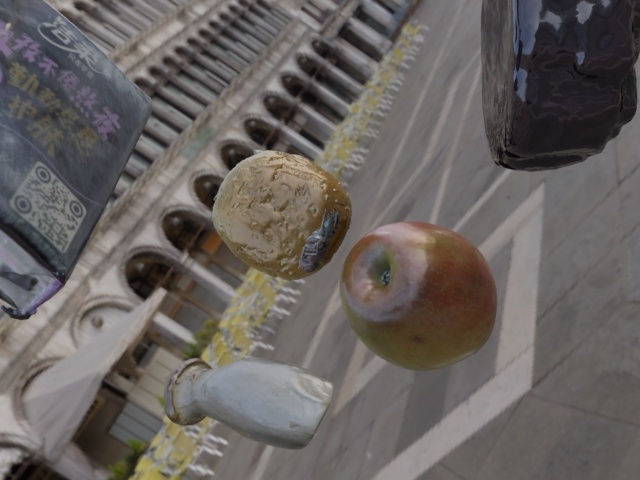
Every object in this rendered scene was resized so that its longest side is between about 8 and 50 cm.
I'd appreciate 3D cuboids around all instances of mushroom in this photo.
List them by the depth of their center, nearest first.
[{"bbox_3d":[-0.106,0.239,1.147,0.350,0.128,0.128,-5,43,41],"label":"mushroom"}]

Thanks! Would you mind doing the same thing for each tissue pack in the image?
[{"bbox_3d":[-0.342,-0.125,0.856,0.122,0.259,0.361,-32,31,26],"label":"tissue pack"}]

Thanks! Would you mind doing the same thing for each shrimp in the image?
[{"bbox_3d":[0.003,-0.003,0.881,0.038,0.029,0.092,-40,-17,-51],"label":"shrimp"}]

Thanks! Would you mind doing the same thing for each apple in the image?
[{"bbox_3d":[0.194,0.111,1.583,0.319,0.277,0.319,-13,72,45],"label":"apple"}]

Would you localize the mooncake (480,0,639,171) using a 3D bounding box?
[{"bbox_3d":[0.263,-0.220,0.861,0.283,0.141,0.283,-1,-90,-88],"label":"mooncake"}]

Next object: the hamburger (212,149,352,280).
[{"bbox_3d":[-0.082,-0.057,1.603,0.260,0.283,0.144,-66,-13,-5],"label":"hamburger"}]
